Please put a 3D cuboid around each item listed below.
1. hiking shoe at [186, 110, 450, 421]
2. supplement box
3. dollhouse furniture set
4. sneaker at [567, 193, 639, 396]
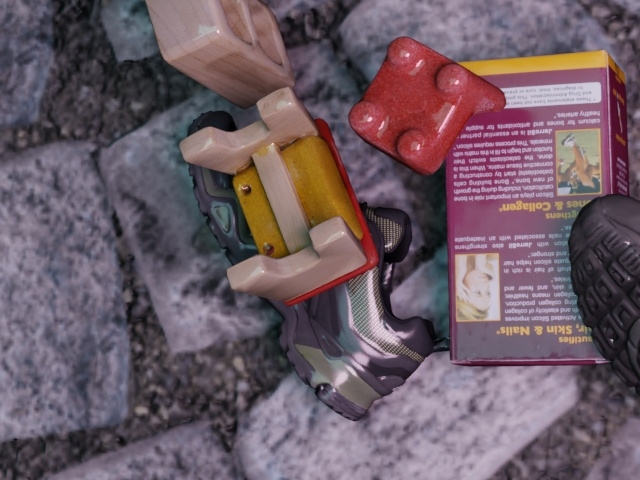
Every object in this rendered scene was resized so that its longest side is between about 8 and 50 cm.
[{"bbox_3d":[0.000,0.000,1.068,0.114,0.086,0.227,-32,82,1],"label":"hiking shoe"},{"bbox_3d":[0.136,-0.016,1.010,0.104,0.081,0.188,-3,85,19],"label":"supplement box"},{"bbox_3d":[0.002,-0.164,1.011,0.201,0.152,0.374,-26,72,16],"label":"dollhouse furniture set"},{"bbox_3d":[0.267,0.059,0.928,0.286,0.109,0.130,38,64,-4],"label":"sneaker"}]
